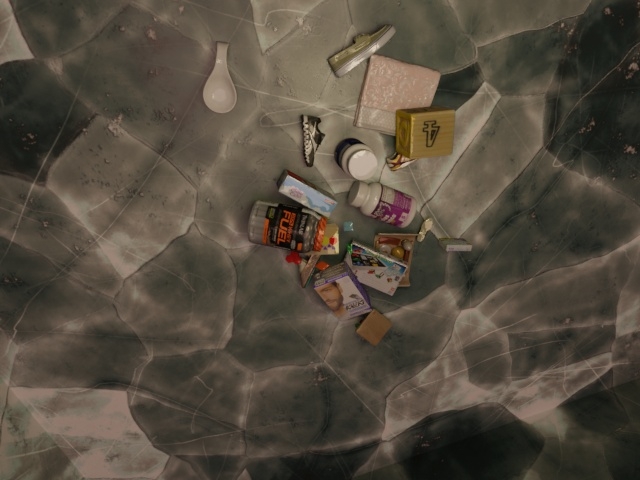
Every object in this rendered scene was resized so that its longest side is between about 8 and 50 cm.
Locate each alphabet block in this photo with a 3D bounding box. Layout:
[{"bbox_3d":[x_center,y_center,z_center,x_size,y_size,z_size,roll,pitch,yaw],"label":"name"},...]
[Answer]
[{"bbox_3d":[0.453,-0.476,1.779,0.197,0.192,0.193,-8,113,-7],"label":"alphabet block"}]

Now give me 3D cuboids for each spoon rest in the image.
[{"bbox_3d":[-0.410,-0.666,1.666,0.137,0.084,0.276,3,111,-10],"label":"spoon rest"}]

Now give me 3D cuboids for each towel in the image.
[{"bbox_3d":[0.339,-0.633,1.820,0.332,0.053,0.316,9,111,-14],"label":"towel"}]

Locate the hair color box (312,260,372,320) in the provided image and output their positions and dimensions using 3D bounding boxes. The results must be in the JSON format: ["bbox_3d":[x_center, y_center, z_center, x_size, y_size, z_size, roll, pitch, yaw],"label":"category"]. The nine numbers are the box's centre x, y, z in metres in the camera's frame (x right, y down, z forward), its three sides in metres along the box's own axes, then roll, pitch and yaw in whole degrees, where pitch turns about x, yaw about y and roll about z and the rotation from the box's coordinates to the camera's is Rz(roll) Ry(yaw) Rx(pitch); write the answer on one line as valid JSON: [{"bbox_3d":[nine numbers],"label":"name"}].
[{"bbox_3d":[0.114,0.265,2.060,0.185,0.110,0.338,-22,132,14],"label":"hair color box"}]

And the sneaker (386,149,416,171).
[{"bbox_3d":[0.401,-0.404,1.915,0.186,0.069,0.084,-32,119,4],"label":"sneaker"}]

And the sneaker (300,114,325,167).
[{"bbox_3d":[-0.029,-0.445,1.823,0.106,0.078,0.234,-5,111,-5],"label":"sneaker"}]

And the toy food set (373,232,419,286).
[{"bbox_3d":[0.385,0.100,2.112,0.220,0.092,0.305,0,112,-10],"label":"toy food set"}]

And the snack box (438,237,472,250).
[{"bbox_3d":[0.704,0.021,2.126,0.141,0.100,0.037,0,112,-10],"label":"snack box"}]

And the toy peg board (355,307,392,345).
[{"bbox_3d":[0.287,0.475,2.274,0.161,0.079,0.160,40,86,-22],"label":"toy peg board"}]

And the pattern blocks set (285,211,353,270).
[{"bbox_3d":[0.000,0.000,1.962,0.325,0.026,0.285,6,86,13],"label":"pattern blocks set"}]

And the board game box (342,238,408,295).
[{"bbox_3d":[0.267,0.139,2.071,0.306,0.053,0.192,24,116,1],"label":"board game box"}]

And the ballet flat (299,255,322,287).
[{"bbox_3d":[-0.048,0.090,2.046,0.106,0.107,0.315,29,101,2],"label":"ballet flat"}]

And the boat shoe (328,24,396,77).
[{"bbox_3d":[0.171,-0.805,1.691,0.302,0.109,0.094,-36,112,9],"label":"boat shoe"}]

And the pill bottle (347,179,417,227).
[{"bbox_3d":[0.291,-0.179,1.937,0.302,0.169,0.169,18,108,-16],"label":"pill bottle"}]

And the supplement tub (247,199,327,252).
[{"bbox_3d":[-0.149,-0.059,1.863,0.338,0.207,0.207,11,111,0],"label":"supplement tub"}]

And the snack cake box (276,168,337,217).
[{"bbox_3d":[-0.064,-0.219,1.872,0.264,0.152,0.089,27,106,-18],"label":"snack cake box"}]

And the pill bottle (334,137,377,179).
[{"bbox_3d":[0.157,-0.357,1.788,0.153,0.264,0.153,-4,113,-8],"label":"pill bottle"}]

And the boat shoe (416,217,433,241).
[{"bbox_3d":[0.539,-0.058,2.099,0.049,0.043,0.137,26,106,8],"label":"boat shoe"}]
